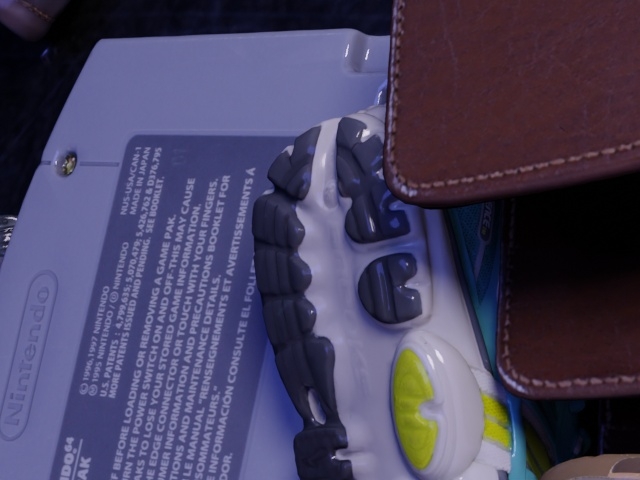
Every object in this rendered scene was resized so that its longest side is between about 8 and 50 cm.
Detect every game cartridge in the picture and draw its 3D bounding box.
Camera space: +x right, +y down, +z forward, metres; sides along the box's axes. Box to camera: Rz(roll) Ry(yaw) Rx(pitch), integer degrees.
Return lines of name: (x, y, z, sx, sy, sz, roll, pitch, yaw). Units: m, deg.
game cartridge: (-0.060, 0.057, 0.666, 0.198, 0.062, 0.297, 2, 75, 39)

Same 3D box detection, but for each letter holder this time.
letter holder: (0.179, -0.026, 0.447, 0.302, 0.152, 0.214, -17, 53, 35)

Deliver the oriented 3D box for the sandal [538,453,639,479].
sandal: (0.137, 0.125, 0.461, 0.072, 0.180, 0.049, -38, 14, 47)

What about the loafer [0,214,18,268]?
loafer: (-0.199, 0.047, 0.779, 0.170, 0.062, 0.061, -27, 65, 26)

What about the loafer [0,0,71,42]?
loafer: (-0.241, -0.181, 0.863, 0.303, 0.109, 0.095, 18, 89, 34)

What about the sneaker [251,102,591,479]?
sneaker: (0.057, 0.085, 0.563, 0.107, 0.110, 0.275, -10, 85, 50)
